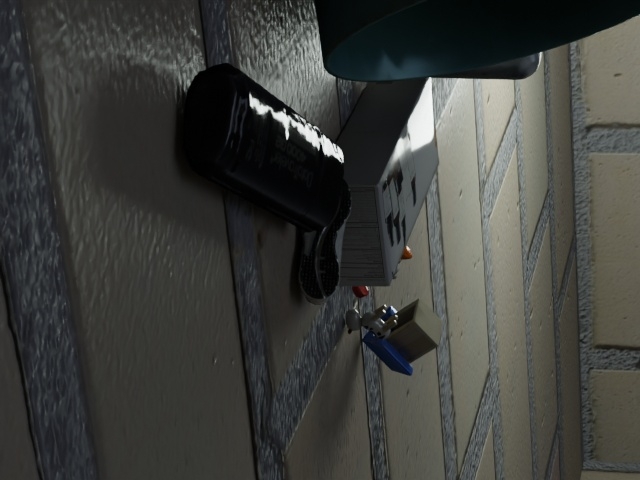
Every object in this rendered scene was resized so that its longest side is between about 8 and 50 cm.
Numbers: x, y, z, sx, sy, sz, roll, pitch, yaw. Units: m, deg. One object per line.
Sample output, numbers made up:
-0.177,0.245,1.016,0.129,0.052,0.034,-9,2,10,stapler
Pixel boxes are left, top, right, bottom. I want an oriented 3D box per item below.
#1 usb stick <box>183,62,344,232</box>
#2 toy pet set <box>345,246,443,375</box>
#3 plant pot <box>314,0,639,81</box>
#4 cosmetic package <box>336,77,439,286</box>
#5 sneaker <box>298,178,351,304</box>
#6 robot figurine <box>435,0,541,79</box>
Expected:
-0.035,-0.059,1.206,0.278,0.045,0.077,28,71,-74,usb stick
0.053,0.060,1.572,0.114,0.065,0.122,46,30,-18,toy pet set
0.118,-0.279,1.342,0.293,0.293,0.235,18,58,-75,plant pot
0.055,-0.058,1.520,0.239,0.060,0.099,-64,152,-58,cosmetic package
0.000,0.000,1.374,0.044,0.040,0.109,99,1,-71,sneaker
0.156,-0.317,1.613,0.300,0.200,0.353,81,16,-57,robot figurine
